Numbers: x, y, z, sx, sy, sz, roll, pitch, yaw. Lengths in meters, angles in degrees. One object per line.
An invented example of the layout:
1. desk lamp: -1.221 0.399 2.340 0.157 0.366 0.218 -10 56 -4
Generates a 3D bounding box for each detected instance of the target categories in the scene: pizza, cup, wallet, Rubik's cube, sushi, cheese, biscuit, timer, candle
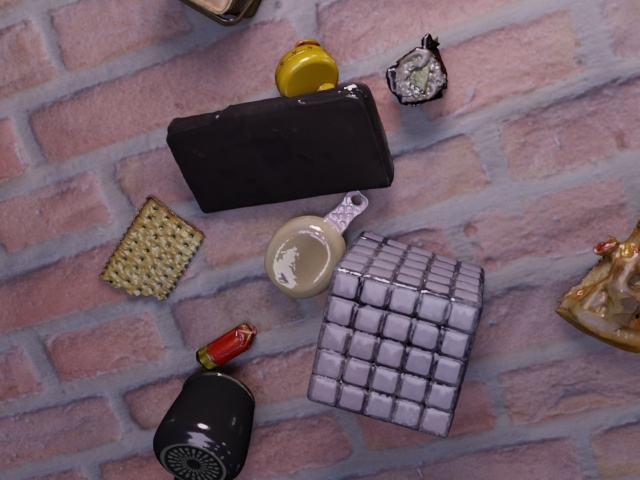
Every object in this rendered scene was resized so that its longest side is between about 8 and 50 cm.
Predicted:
1. pizza: 0.534 0.050 1.174 0.189 0.071 0.297 35 108 2
2. cup: -0.219 0.360 1.349 0.169 0.177 0.223 26 129 -10
3. wallet: -0.077 -0.147 1.216 0.377 0.051 0.197 -8 126 20
4. Rubik's cube: 0.126 0.146 1.193 0.238 0.237 0.237 15 108 8
5. sushi: 0.157 -0.268 1.161 0.094 0.084 0.098 -19 95 19
6. cheese: 0.000 0.000 1.273 0.137 0.064 0.227 42 107 -2
7. biscuit: -0.318 0.029 1.368 0.144 0.016 0.203 35 107 1
8. timer: -0.018 -0.261 1.184 0.107 0.107 0.109 -39 53 18
9. candle: -0.172 0.198 1.365 0.130 0.052 0.052 -34 96 17

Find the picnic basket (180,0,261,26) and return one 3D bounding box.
1. picnic basket: -0.147 -0.488 1.136 0.165 0.139 0.267 28 108 4
